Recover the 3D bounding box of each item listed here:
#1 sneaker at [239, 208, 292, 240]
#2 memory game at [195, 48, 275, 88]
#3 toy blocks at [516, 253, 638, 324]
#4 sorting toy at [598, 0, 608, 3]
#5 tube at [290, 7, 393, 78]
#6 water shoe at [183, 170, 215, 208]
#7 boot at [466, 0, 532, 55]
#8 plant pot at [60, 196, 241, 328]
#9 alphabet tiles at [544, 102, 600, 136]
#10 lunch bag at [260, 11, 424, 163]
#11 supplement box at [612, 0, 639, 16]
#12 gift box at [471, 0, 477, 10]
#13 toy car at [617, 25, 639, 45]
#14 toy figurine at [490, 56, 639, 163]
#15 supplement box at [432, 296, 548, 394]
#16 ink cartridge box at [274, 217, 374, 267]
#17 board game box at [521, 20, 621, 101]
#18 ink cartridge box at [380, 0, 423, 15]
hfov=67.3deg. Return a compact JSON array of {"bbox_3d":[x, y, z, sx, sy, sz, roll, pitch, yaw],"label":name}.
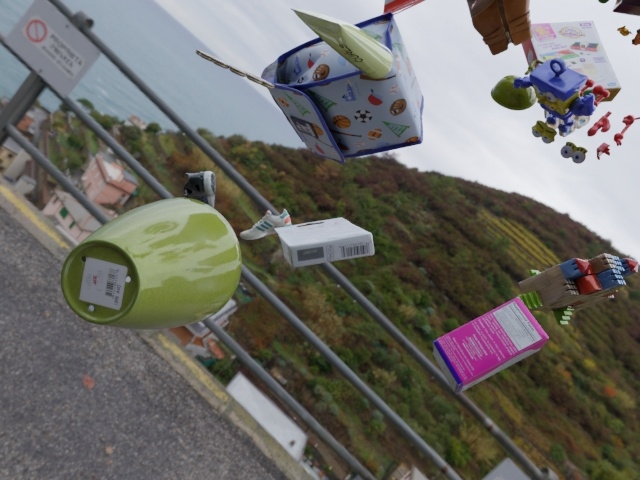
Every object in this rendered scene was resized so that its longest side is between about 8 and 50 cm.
[{"bbox_3d":[-0.167,-0.051,1.439,0.057,0.161,0.075,-110,-172,-76],"label":"sneaker"},{"bbox_3d":[-0.185,-0.374,1.056,0.186,0.012,0.186,24,16,-7],"label":"memory game"},{"bbox_3d":[0.829,0.134,1.515,0.382,0.261,0.190,7,59,-36],"label":"toy blocks"},{"bbox_3d":[0.809,-0.731,1.374,0.102,0.042,0.061,96,-20,-53],"label":"sorting toy"},{"bbox_3d":[0.048,-0.331,0.804,0.240,0.070,0.062,-3,79,-61],"label":"tube"},{"bbox_3d":[-0.317,-0.136,1.265,0.080,0.072,0.203,3,-16,-11],"label":"water shoe"},{"bbox_3d":[0.596,-0.704,1.434,0.220,0.284,0.109,55,31,-23],"label":"boot"},{"bbox_3d":[-0.322,0.053,0.892,0.275,0.275,0.293,42,8,4],"label":"plant pot"},{"bbox_3d":[0.948,-0.537,1.803,0.021,0.278,0.284,49,-13,53],"label":"alphabet tiles"},{"bbox_3d":[0.066,-0.398,1.367,0.328,0.386,0.238,51,40,-50],"label":"lunch bag"},{"bbox_3d":[0.848,-0.699,1.254,0.081,0.188,0.104,17,17,14],"label":"supplement box"},{"bbox_3d":[0.408,-0.795,1.261,0.258,0.255,0.276,30,54,-2],"label":"gift box"},{"bbox_3d":[0.831,-0.535,1.276,0.060,0.122,0.040,104,-32,-56],"label":"toy car"},{"bbox_3d":[0.560,-0.375,1.133,0.362,0.191,0.217,55,8,36],"label":"toy figurine"},{"bbox_3d":[0.374,0.237,1.079,0.114,0.220,0.111,63,-2,29],"label":"supplement box"},{"bbox_3d":[0.000,0.000,1.136,0.232,0.189,0.066,-152,-126,-75],"label":"ink cartridge box"},{"bbox_3d":[0.839,-0.607,1.634,0.064,0.242,0.316,87,1,-64],"label":"board game box"},{"bbox_3d":[0.349,-0.936,1.737,0.308,0.385,0.091,2,-48,51],"label":"ink cartridge box"}]
